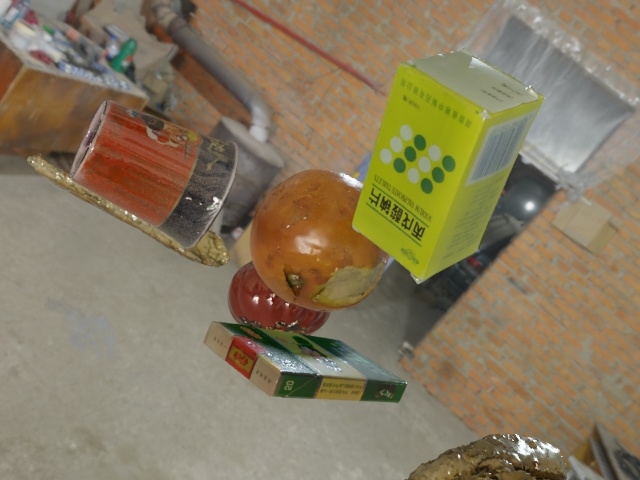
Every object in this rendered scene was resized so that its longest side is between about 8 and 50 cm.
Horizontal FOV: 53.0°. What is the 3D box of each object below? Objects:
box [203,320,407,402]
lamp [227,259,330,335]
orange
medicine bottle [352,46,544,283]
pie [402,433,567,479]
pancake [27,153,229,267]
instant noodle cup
[{"bbox_3d":[-0.012,0.149,0.775,0.235,0.034,0.132,18,7,-46],"label":"box"},{"bbox_3d":[-0.086,0.130,1.359,0.227,0.227,0.227,37,12,-9],"label":"lamp"},{"bbox_3d":[0.000,0.000,1.076,0.240,0.240,0.240,37,12,-9],"label":"orange"},{"bbox_3d":[0.153,-0.092,0.804,0.141,0.250,0.137,-24,52,-40],"label":"medicine bottle"},{"bbox_3d":[0.086,0.192,0.396,0.193,0.163,0.079,6,40,-38],"label":"pie"},{"bbox_3d":[-0.250,-0.051,0.830,0.244,0.057,0.266,33,-7,-33],"label":"pancake"},{"bbox_3d":[-0.170,-0.073,0.648,0.136,0.127,0.127,25,17,-26],"label":"instant noodle cup"}]
